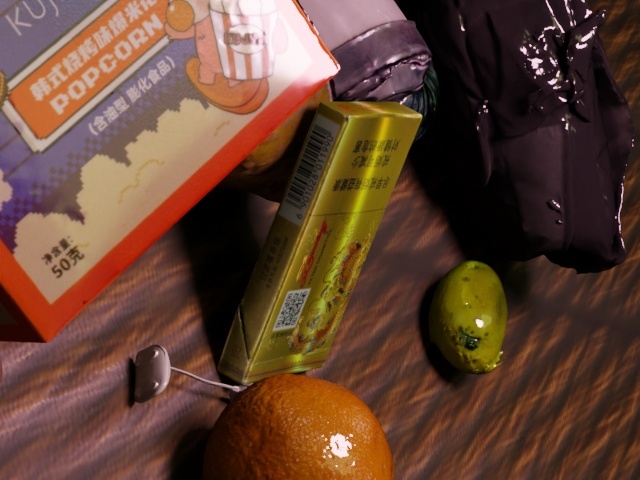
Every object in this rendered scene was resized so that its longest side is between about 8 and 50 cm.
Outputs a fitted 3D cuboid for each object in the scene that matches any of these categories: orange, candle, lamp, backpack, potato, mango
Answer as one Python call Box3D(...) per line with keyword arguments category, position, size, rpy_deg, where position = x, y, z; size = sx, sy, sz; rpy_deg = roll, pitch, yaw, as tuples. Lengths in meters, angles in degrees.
Box3D(category="orange", position=(-0.018, 0.233, 1.849), size=(0.206, 0.206, 0.206), rpy_deg=(38, 40, -41))
Box3D(category="candle", position=(-0.021, -0.279, 2.183), size=(0.330, 0.187, 0.187), rpy_deg=(56, 28, 11))
Box3D(category="lamp", position=(-0.114, 0.154, 1.887), size=(0.198, 0.050, 0.056), rpy_deg=(23, 48, -48))
Box3D(category="backpack", position=(0.278, -0.161, 2.492), size=(0.363, 0.254, 0.446), rpy_deg=(-138, -148, -73))
Box3D(category="potato", position=(-0.109, -0.150, 1.987), size=(0.246, 0.196, 0.300), rpy_deg=(57, -12, 30))
Box3D(category="mango", position=(0.188, 0.094, 2.380), size=(0.178, 0.100, 0.119), rpy_deg=(-81, 175, -55))

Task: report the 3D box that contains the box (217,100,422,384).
Box3D(category="box", position=(0.000, 0.000, 1.981), size=(0.043, 0.311, 0.173), rpy_deg=(29, 17, 25))

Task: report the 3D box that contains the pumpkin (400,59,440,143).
Box3D(category="pumpkin", position=(0.071, -0.208, 2.352), size=(0.202, 0.140, 0.202), rpy_deg=(38, 38, -37))

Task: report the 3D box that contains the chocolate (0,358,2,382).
Box3D(category="chocolate", position=(-0.314, 0.098, 1.619), size=(0.100, 0.031, 0.064), rpy_deg=(25, 45, -48))

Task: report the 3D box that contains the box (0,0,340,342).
Box3D(category="box", position=(-0.239, -0.123, 1.487), size=(0.348, 0.318, 0.257), rpy_deg=(-44, 110, -26))
